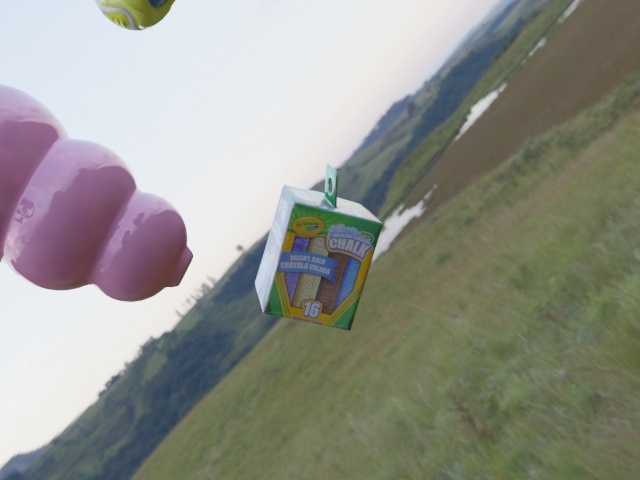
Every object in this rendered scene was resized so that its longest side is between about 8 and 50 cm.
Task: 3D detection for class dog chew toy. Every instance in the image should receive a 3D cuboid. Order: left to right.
[{"bbox_3d":[-0.303,-0.039,0.841,0.206,0.332,0.206,-62,7,13],"label":"dog chew toy"}]

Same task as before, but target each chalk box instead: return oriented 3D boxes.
[{"bbox_3d":[0.000,0.000,1.066,0.132,0.132,0.212,-121,47,-71],"label":"chalk box"}]

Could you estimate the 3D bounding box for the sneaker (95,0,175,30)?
[{"bbox_3d":[-0.115,-0.298,0.645,0.126,0.091,0.240,-10,62,52],"label":"sneaker"}]
